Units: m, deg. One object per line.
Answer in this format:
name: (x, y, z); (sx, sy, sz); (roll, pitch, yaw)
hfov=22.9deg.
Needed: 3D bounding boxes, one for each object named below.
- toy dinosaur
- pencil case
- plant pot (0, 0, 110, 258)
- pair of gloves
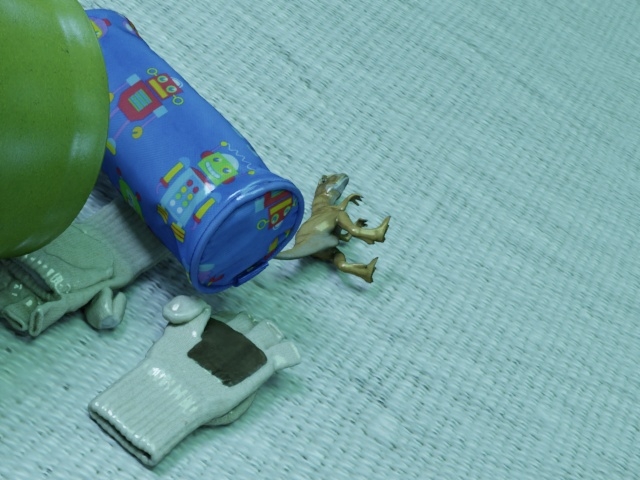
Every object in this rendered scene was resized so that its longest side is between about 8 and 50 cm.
toy dinosaur: (0.000, 0.000, 1.484); (0.112, 0.064, 0.211); (17, 25, 10)
pencil case: (-0.141, -0.082, 1.382); (0.119, 0.133, 0.306); (-32, 55, -18)
plant pot: (-0.350, -0.098, 1.124); (0.353, 0.366, 0.366); (-2, 46, -53)
pair of gloves: (-0.151, 0.060, 1.303); (0.240, 0.042, 0.204); (43, 37, 17)
